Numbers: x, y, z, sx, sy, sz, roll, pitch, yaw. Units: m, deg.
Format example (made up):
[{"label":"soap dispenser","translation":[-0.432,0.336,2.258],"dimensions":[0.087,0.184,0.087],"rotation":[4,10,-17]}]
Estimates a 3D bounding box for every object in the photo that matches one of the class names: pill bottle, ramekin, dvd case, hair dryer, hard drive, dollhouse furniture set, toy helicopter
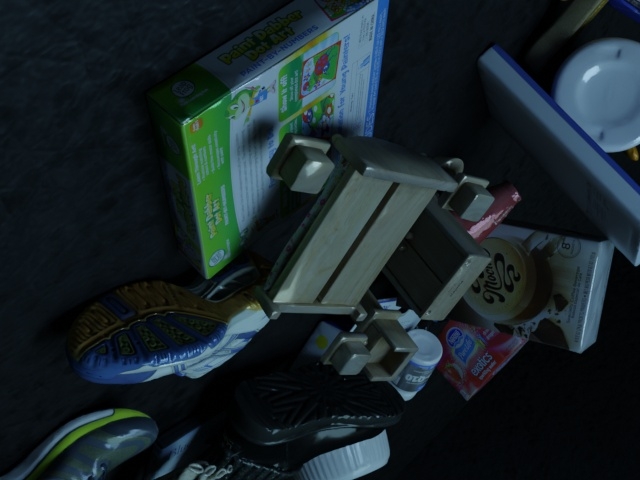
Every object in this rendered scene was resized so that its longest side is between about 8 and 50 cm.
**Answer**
[{"label":"pill bottle","translation":[0.428,-0.217,1.315],"dimensions":[0.161,0.161,0.283],"rotation":[-53,175,12]},{"label":"ramekin","translation":[0.030,0.386,1.590],"dimensions":[0.207,0.109,0.207],"rotation":[-18,171,-3]},{"label":"dvd case","translation":[-0.199,0.337,1.320],"dimensions":[0.180,0.022,0.253],"rotation":[-27,149,-42]},{"label":"hair dryer","translation":[0.161,-0.032,1.202],"dimensions":[0.293,0.080,0.224],"rotation":[-11,143,-27]},{"label":"pill bottle","translation":[0.168,0.234,1.585],"dimensions":[0.078,0.078,0.137],"rotation":[-30,153,-37]},{"label":"hard drive","translation":[0.345,-0.114,1.189],"dimensions":[0.040,0.319,0.210],"rotation":[-40,158,4]},{"label":"dollhouse furniture set","translation":[0.000,0.000,0.957],"dimensions":[0.355,0.174,0.303],"rotation":[8,125,-43]},{"label":"toy helicopter","translation":[0.384,-0.349,1.147],"dimensions":[0.235,0.140,0.355],"rotation":[-37,168,-42]}]

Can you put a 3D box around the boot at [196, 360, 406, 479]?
[{"label":"boot","translation":[-0.050,0.322,1.322],"dimensions":[0.347,0.131,0.260],"rotation":[3,125,-40]}]

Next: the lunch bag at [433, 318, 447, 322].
[{"label":"lunch bag","translation":[0.279,0.052,1.646],"dimensions":[0.176,0.090,0.219],"rotation":[-7,134,-57]}]

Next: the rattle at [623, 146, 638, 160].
[{"label":"rattle","translation":[0.650,-0.278,1.738],"dimensions":[0.199,0.142,0.130],"rotation":[-34,136,-18]}]

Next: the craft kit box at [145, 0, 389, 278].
[{"label":"craft kit box","translation":[-0.043,-0.108,0.841],"dimensions":[0.246,0.061,0.250],"rotation":[-41,157,-25]}]

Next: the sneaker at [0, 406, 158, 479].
[{"label":"sneaker","translation":[-0.297,0.301,0.948],"dimensions":[0.300,0.121,0.111],"rotation":[-34,154,-31]}]

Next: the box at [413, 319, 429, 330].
[{"label":"box","translation":[0.161,0.213,1.770],"dimensions":[0.162,0.029,0.116],"rotation":[-45,158,-11]}]

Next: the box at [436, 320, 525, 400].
[{"label":"box","translation":[0.313,0.175,1.610],"dimensions":[0.122,0.128,0.257],"rotation":[-34,161,-32]}]

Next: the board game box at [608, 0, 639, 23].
[{"label":"board game box","translation":[0.587,-0.430,1.241],"dimensions":[0.291,0.232,0.141],"rotation":[-55,158,16]}]

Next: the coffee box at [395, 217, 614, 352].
[{"label":"coffee box","translation":[0.283,0.051,1.329],"dimensions":[0.119,0.297,0.168],"rotation":[-6,106,-60]}]

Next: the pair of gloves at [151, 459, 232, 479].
[{"label":"pair of gloves","translation":[-0.245,0.346,1.104],"dimensions":[0.204,0.042,0.240],"rotation":[-28,170,21]}]

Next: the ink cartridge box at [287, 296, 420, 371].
[{"label":"ink cartridge box","translation":[0.057,0.195,1.507],"dimensions":[0.303,0.072,0.307],"rotation":[-1,127,-60]}]

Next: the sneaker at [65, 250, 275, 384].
[{"label":"sneaker","translation":[-0.150,0.111,0.924],"dimensions":[0.296,0.112,0.131],"rotation":[-17,143,-51]}]
